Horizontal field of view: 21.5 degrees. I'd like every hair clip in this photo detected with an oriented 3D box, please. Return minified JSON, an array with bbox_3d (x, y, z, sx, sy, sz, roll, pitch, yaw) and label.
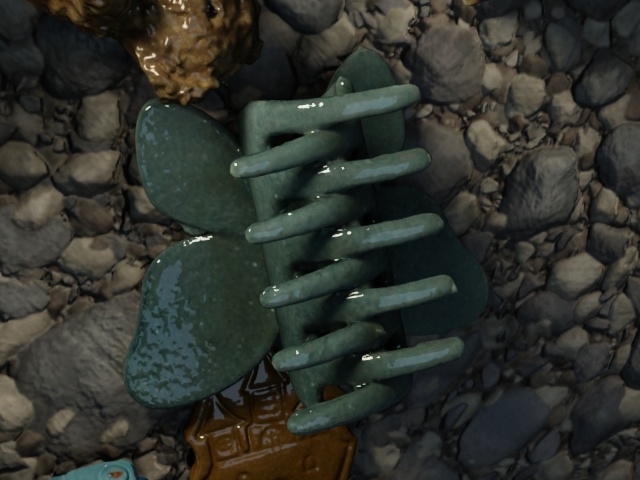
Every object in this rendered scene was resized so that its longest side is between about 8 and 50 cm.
[{"bbox_3d":[0.000,0.000,1.588,0.392,0.238,0.318,-13,104,-13],"label":"hair clip"}]

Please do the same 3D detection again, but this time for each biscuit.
[{"bbox_3d":[-0.054,0.195,1.755,0.182,0.034,0.215,-14,111,-15],"label":"biscuit"}]

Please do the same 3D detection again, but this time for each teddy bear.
[{"bbox_3d":[-0.161,-0.276,1.457,0.223,0.246,0.296,6,117,6],"label":"teddy bear"}]

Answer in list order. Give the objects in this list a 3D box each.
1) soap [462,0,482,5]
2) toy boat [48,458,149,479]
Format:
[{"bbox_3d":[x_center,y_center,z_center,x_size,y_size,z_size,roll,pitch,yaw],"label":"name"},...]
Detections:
[{"bbox_3d":[0.193,-0.394,1.586,0.259,0.143,0.281,-25,115,-15],"label":"soap"},{"bbox_3d":[-0.274,0.277,1.658,0.238,0.109,0.098,-9,140,-16],"label":"toy boat"}]
